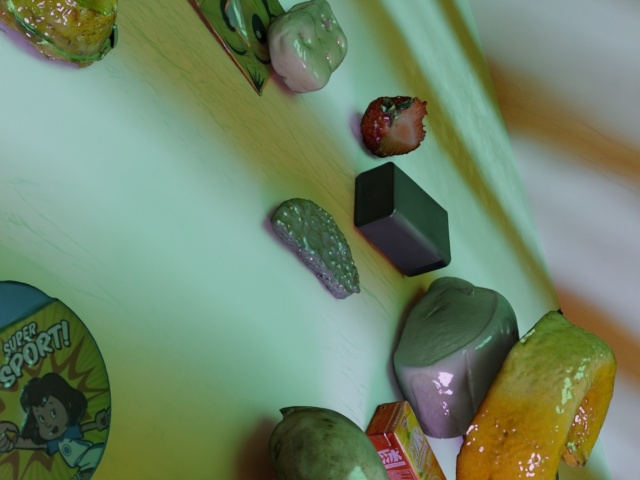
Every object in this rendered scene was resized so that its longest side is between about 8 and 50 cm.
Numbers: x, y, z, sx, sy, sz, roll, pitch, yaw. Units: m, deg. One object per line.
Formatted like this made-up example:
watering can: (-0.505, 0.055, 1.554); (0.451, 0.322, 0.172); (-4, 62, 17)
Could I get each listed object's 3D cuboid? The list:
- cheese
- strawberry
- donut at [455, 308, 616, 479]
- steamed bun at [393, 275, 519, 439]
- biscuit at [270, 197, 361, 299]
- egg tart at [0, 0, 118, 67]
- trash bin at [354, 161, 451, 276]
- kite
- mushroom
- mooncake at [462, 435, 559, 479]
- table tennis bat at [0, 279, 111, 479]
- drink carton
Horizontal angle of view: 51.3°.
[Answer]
cheese: (-0.022, -0.401, 1.364); (0.159, 0.093, 0.263); (62, 31, -23)
strawberry: (0.164, -0.284, 1.599); (0.107, 0.175, 0.236); (50, -14, 21)
donut: (0.465, 0.348, 1.355); (0.435, 0.163, 0.377); (-20, 123, -44)
steamed bun: (0.332, 0.245, 1.488); (0.383, 0.236, 0.247); (-50, 125, -53)
biscuit: (-0.002, 0.000, 1.260); (0.290, 0.038, 0.141); (47, 39, -40)
egg tart: (-0.327, -0.326, 0.845); (0.212, 0.090, 0.212); (34, 49, -52)
trash bin: (0.186, -0.049, 1.519); (0.240, 0.122, 0.164); (39, 44, -41)
kite: (-0.144, -0.430, 1.266); (0.377, 0.013, 0.327); (3, 74, -61)
mushroom: (0.009, 0.351, 0.958); (0.255, 0.184, 0.255); (52, 1, -1)
mooncake: (0.477, 0.531, 1.669); (0.306, 0.154, 0.306); (33, 50, -49)
table tennis bat: (-0.322, 0.122, 0.672); (0.215, 0.044, 0.329); (-39, 111, -57)
drink carton: (0.172, 0.431, 1.297); (0.223, 0.071, 0.096); (64, 33, -15)
